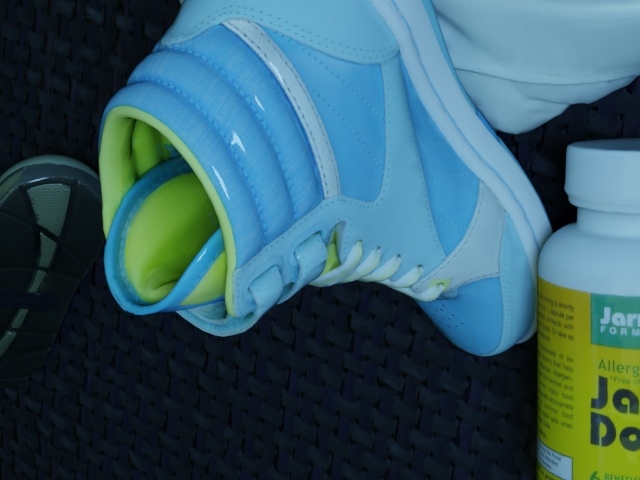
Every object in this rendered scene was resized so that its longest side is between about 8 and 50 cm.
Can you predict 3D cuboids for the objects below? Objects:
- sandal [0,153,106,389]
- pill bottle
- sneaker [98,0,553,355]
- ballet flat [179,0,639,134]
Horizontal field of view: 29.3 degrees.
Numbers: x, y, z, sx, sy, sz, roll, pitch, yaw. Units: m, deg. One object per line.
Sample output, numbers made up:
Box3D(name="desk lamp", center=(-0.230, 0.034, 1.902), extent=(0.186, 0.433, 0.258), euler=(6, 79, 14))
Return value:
Box3D(name="sandal", center=(-0.258, 0.030, 0.985), extent=(0.303, 0.120, 0.086), euler=(-47, 43, 31))
Box3D(name="pill bottle", center=(0.173, 0.053, 0.643), extent=(0.117, 0.117, 0.208), euler=(6, 102, 36))
Box3D(name="sneaker", center=(0.000, 0.000, 0.634), extent=(0.127, 0.208, 0.319), euler=(8, 143, 46))
Box3D(name="ballet flat", center=(0.071, -0.129, 0.695), extent=(0.400, 0.139, 0.139), euler=(15, 108, 38))
